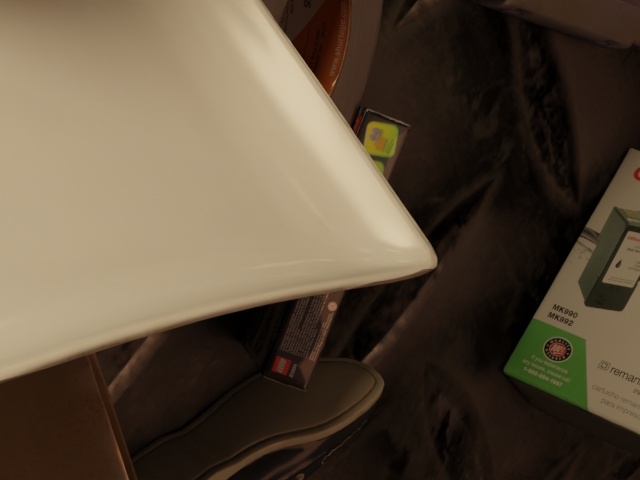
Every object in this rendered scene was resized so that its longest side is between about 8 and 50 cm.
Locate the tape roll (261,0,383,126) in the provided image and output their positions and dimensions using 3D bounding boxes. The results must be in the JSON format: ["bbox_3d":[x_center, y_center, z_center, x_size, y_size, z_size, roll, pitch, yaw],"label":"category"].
[{"bbox_3d":[-0.036,-0.133,0.919,0.219,0.072,0.219,-49,149,-44],"label":"tape roll"}]

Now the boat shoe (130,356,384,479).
[{"bbox_3d":[-0.051,0.173,1.100,0.254,0.095,0.079,-30,130,-38],"label":"boat shoe"}]

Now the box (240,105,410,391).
[{"bbox_3d":[0.000,0.000,1.055,0.036,0.114,0.207,20,95,-14],"label":"box"}]

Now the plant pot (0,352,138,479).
[{"bbox_3d":[-0.206,0.105,0.752,0.191,0.284,0.284,-18,130,-9],"label":"plant pot"}]

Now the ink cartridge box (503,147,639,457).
[{"bbox_3d":[0.358,0.072,1.472,0.289,0.211,0.121,-59,143,-11],"label":"ink cartridge box"}]

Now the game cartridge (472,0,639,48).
[{"bbox_3d":[0.233,-0.296,1.231,0.355,0.068,0.230,5,110,-53],"label":"game cartridge"}]

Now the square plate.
[{"bbox_3d":[-0.146,-0.087,0.672,0.347,0.344,0.049,-12,152,-49],"label":"square plate"}]
